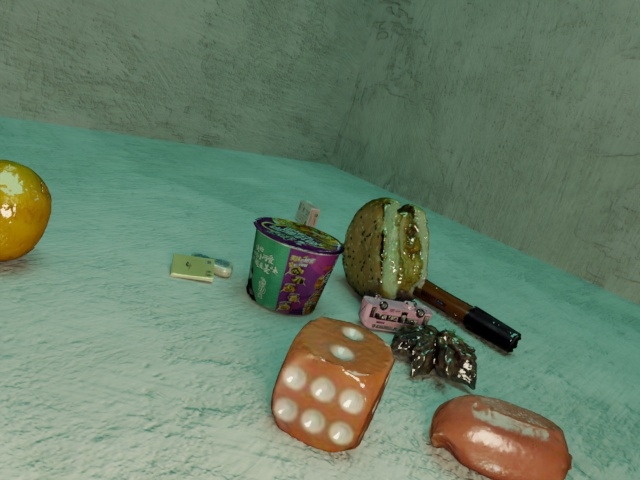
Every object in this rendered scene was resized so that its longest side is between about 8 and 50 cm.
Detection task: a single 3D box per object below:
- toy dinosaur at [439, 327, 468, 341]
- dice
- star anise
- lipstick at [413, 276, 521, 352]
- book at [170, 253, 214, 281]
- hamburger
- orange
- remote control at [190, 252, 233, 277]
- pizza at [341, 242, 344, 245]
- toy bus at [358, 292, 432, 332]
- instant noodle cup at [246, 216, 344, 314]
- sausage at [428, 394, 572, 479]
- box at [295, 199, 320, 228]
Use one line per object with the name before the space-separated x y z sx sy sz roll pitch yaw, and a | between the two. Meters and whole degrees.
toy dinosaur | 0.377 0.275 1.547 0.083 0.021 0.062 24 24 36
dice | 0.022 0.251 0.966 0.174 0.174 0.179 24 16 16
star anise | 0.290 0.268 1.332 0.223 0.109 0.236 12 14 -33
lipstick | 0.434 0.218 1.697 0.077 0.077 0.418 3 20 -42
book | -0.336 0.072 1.425 0.110 0.014 0.077 9 39 -16
hamburger | 0.194 0.041 1.662 0.195 0.318 0.277 7 -13 -26
orange | -0.697 -0.066 1.177 0.219 0.219 0.193 29 -7 34
remote control | -0.303 0.067 1.497 0.122 0.032 0.074 16 16 -8
pizza | 0.000 0.000 2.041 0.176 0.036 0.185 13 14 -21
toy bus | 0.202 0.203 1.474 0.203 0.090 0.063 11 17 -20
instant noodle cup | -0.082 0.070 1.433 0.251 0.190 0.251 16 15 -5
sausage | 0.332 0.367 0.984 0.254 0.148 0.148 21 16 4
box | -0.054 -0.109 2.251 0.043 0.089 0.125 9 19 -29
